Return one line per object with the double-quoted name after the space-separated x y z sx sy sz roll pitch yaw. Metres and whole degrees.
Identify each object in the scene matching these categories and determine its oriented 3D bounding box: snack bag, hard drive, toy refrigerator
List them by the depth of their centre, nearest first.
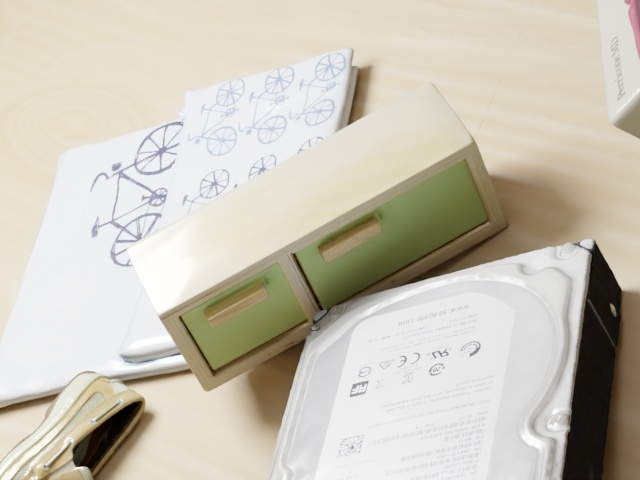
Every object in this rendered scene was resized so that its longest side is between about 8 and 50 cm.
0.074 0.151 1.294 0.237 0.064 0.339 -16 36 27 "hard drive"
0.000 0.000 1.469 0.270 0.102 0.094 -28 45 -2 "toy refrigerator"
-0.136 -0.012 1.680 0.343 0.037 0.323 -14 45 29 "snack bag"

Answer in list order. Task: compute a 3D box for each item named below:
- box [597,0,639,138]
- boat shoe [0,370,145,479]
0.312 -0.175 1.334 0.232 0.127 0.148 -50 25 39 "box"
-0.207 0.186 1.519 0.072 0.068 0.190 16 62 33 "boat shoe"
